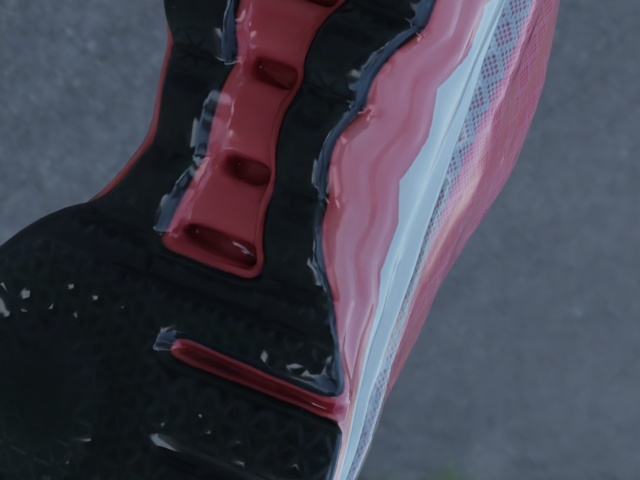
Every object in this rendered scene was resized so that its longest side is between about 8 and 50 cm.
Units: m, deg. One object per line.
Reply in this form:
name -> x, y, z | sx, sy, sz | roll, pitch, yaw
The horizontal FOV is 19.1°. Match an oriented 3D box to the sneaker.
sneaker -> 0.001, 0.000, 0.497 | 0.136, 0.116, 0.314 | 17, 98, -64
